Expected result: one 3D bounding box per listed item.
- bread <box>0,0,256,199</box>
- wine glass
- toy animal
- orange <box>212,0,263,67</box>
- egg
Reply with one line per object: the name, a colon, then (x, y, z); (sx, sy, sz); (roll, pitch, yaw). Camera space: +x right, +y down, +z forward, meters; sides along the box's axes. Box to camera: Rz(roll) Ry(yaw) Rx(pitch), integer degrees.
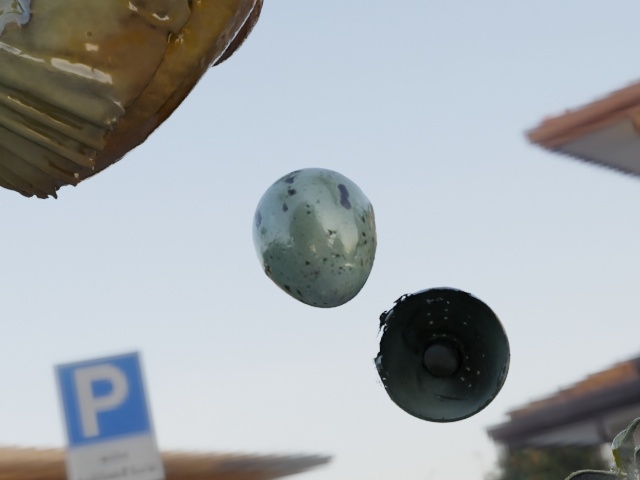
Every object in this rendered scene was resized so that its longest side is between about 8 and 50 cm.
bread: (-0.184, -0.213, 1.206); (0.388, 0.236, 0.183); (-54, -48, -5)
wine glass: (0.171, 0.164, 2.035); (0.190, 0.190, 0.357); (-14, -7, 5)
toy animal: (0.359, 0.274, 1.633); (0.219, 0.095, 0.155); (-15, -39, -29)
orange: (-0.171, -0.326, 1.917); (0.206, 0.206, 0.206); (-11, -18, -4)
egg: (0.000, 0.000, 1.465); (0.131, 0.164, 0.131); (-15, -43, -15)
